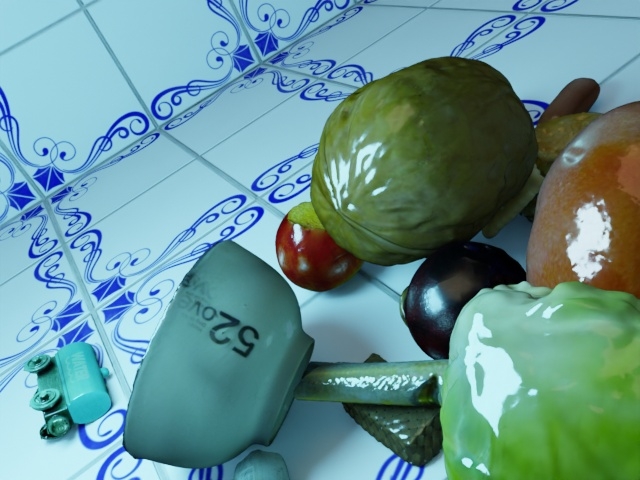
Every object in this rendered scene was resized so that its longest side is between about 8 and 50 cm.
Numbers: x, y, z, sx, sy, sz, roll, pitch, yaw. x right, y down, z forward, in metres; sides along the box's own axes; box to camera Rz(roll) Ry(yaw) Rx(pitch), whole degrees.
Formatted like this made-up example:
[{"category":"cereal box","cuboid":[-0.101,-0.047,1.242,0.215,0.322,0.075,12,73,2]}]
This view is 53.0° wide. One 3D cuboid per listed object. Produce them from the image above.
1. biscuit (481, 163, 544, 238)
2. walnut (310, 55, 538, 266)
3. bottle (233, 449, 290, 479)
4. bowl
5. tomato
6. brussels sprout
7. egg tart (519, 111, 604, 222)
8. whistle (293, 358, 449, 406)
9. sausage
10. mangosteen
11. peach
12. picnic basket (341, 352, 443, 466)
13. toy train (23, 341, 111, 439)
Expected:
[{"category":"biscuit","cuboid":[0.315,-0.140,1.207,0.160,0.030,0.250,-52,39,38]},{"category":"walnut","cuboid":[0.161,-0.132,1.061,0.308,0.354,0.397,46,48,14]},{"category":"bottle","cuboid":[-0.067,0.397,0.820,0.083,0.083,0.270,-24,35,6]},{"category":"bowl","cuboid":[-0.126,0.194,0.976,0.185,0.354,0.354,22,48,8]},{"category":"tomato","cuboid":[0.407,-0.006,0.820,0.272,0.341,0.341,-8,34,52]},{"category":"brussels sprout","cuboid":[0.276,0.197,0.647,0.344,0.268,0.345,-8,77,39]},{"category":"egg tart","cuboid":[0.469,-0.145,1.171,0.288,0.118,0.288,-16,33,11]},{"category":"whistle","cuboid":[0.110,0.198,0.891,0.326,0.057,0.068,-6,38,30]},{"category":"sausage","cuboid":[0.525,-0.281,1.355,0.077,0.077,0.194,12,49,46]},{"category":"mangosteen","cuboid":[0.208,0.097,0.967,0.194,0.194,0.230,-41,9,-21]},{"category":"peach","cuboid":[0.000,0.000,1.229,0.190,0.192,0.190,-3,57,5]},{"category":"picnic basket","cuboid":[0.108,0.239,0.939,0.110,0.055,0.193,-40,36,-19]},{"category":"toy train","cuboid":[-0.505,0.294,1.295,0.159,0.101,0.248,-20,29,-19]}]
